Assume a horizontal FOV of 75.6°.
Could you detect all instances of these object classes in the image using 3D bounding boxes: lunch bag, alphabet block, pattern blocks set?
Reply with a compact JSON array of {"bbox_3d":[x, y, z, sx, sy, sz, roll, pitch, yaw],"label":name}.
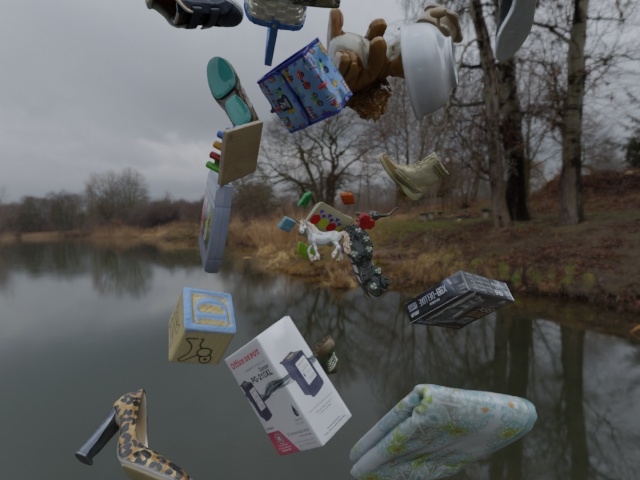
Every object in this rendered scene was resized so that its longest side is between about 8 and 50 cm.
[{"bbox_3d":[-0.075,-0.519,1.446,0.293,0.221,0.138,-13,35,42],"label":"lunch bag"},{"bbox_3d":[-0.437,0.316,1.514,0.192,0.197,0.194,15,34,-28],"label":"alphabet block"},{"bbox_3d":[0.021,-0.054,1.457,0.324,0.285,0.026,36,15,-42],"label":"pattern blocks set"}]

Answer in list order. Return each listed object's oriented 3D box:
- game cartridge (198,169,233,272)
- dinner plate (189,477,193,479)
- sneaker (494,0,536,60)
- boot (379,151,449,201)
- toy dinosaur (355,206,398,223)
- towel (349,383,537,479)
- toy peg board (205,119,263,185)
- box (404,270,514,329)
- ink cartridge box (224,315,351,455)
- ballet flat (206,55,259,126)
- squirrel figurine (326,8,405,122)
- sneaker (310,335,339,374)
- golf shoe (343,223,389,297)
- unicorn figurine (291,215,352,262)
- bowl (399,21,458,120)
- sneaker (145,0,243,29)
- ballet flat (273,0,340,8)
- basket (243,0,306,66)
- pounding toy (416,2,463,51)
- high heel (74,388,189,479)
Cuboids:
[{"bbox_3d":[-0.328,-0.059,1.277,0.060,0.295,0.196,2,26,-29],"label":"game cartridge"},{"bbox_3d":[-0.378,0.628,1.021,0.141,0.141,0.017,-3,24,-21],"label":"dinner plate"},{"bbox_3d":[0.597,-0.738,1.306,0.104,0.296,0.147,-10,46,-6],"label":"sneaker"},{"bbox_3d":[0.396,-0.319,1.758,0.203,0.262,0.095,-39,9,25],"label":"boot"},{"bbox_3d":[0.229,-0.108,1.848,0.268,0.064,0.118,-14,0,-44],"label":"toy dinosaur"},{"bbox_3d":[0.282,0.479,0.997,0.320,0.375,0.090,13,37,-23],"label":"towel"},{"bbox_3d":[-0.253,-0.263,1.180,0.079,0.161,0.161,27,35,17],"label":"toy peg board"},{"bbox_3d":[0.479,0.213,1.419,0.307,0.077,0.242,16,-43,-40],"label":"box"},{"bbox_3d":[-0.074,0.302,0.856,0.100,0.237,0.172,-26,-11,-45],"label":"ink cartridge box"},{"bbox_3d":[-0.291,-0.486,1.433,0.116,0.343,0.124,-36,-23,9],"label":"ballet flat"},{"bbox_3d":[0.215,-0.688,1.670,0.369,0.281,0.397,-4,-31,-10],"label":"squirrel figurine"},{"bbox_3d":[0.020,0.306,1.074,0.064,0.086,0.192,-45,-5,-27],"label":"sneaker"},{"bbox_3d":[0.138,0.076,1.449,0.105,0.273,0.120,-13,-20,-19],"label":"golf shoe"},{"bbox_3d":[0.000,0.000,1.079,0.161,0.111,0.060,2,-12,-12],"label":"unicorn figurine"},{"bbox_3d":[0.342,-0.528,1.260,0.133,0.298,0.297,-6,2,23],"label":"bowl"},{"bbox_3d":[-0.403,-0.735,1.319,0.320,0.128,0.126,6,-20,-29],"label":"sneaker"},{"bbox_3d":[-0.152,-0.702,0.977,0.182,0.483,0.164,-36,6,25],"label":"ballet flat"},{"bbox_3d":[-0.144,-0.747,1.318,0.200,0.255,0.289,6,-24,-17],"label":"basket"},{"bbox_3d":[0.463,-0.845,1.683,0.154,0.155,0.269,33,0,33],"label":"pounding toy"},{"bbox_3d":[-0.364,0.420,0.899,0.260,0.093,0.186,10,33,15],"label":"high heel"}]
